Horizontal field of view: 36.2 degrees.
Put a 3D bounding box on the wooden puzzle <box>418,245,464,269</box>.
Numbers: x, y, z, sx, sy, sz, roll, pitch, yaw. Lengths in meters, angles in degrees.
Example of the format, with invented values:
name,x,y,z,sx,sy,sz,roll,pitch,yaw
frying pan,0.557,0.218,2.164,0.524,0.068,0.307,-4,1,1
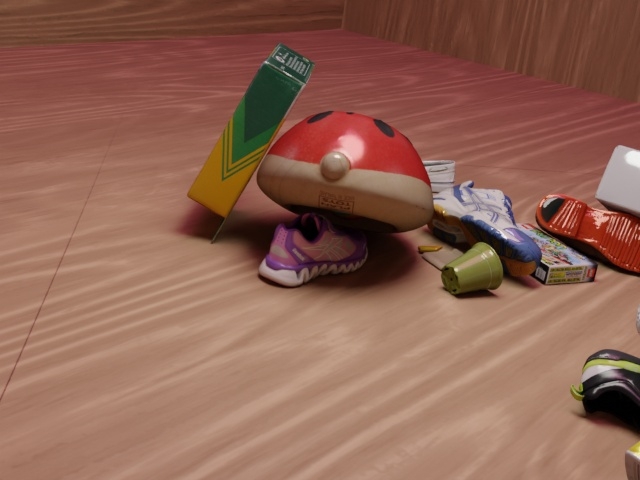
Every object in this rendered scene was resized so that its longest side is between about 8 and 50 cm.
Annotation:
name,x,y,z,sx,sy,sz,roll,pitch,yaw
wooden puzzle,0.227,0.035,1.741,0.078,0.014,0.116,-5,23,-20

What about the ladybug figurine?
name,x,y,z,sx,sy,sz,roll,pitch,yaw
ladybug figurine,0.050,-0.115,1.669,0.305,0.162,0.449,11,-3,4

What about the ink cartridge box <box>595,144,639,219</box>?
name,x,y,z,sx,sy,sz,roll,pitch,yaw
ink cartridge box,0.678,-0.066,1.893,0.201,0.117,0.278,23,-1,34

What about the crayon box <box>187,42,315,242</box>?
name,x,y,z,sx,sy,sz,roll,pitch,yaw
crayon box,-0.131,-0.175,1.710,0.083,0.323,0.203,30,19,-6

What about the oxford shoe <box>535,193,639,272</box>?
name,x,y,z,sx,sy,sz,roll,pitch,yaw
oxford shoe,0.539,-0.007,1.861,0.271,0.097,0.098,28,-8,12

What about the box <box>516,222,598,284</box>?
name,x,y,z,sx,sy,sz,roll,pitch,yaw
box,0.399,0.022,1.807,0.114,0.036,0.207,-2,23,-27

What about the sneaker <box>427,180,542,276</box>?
name,x,y,z,sx,sy,sz,roll,pitch,yaw
sneaker,0.310,-0.039,1.771,0.131,0.112,0.296,-33,37,-16

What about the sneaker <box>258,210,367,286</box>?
name,x,y,z,sx,sy,sz,roll,pitch,yaw
sneaker,0.000,0.000,1.616,0.095,0.104,0.236,21,23,35

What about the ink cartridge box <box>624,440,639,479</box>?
name,x,y,z,sx,sy,sz,roll,pitch,yaw
ink cartridge box,0.552,0.244,1.056,0.307,0.072,0.303,-32,34,-17

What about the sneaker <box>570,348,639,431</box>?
name,x,y,z,sx,sy,sz,roll,pitch,yaw
sneaker,0.443,0.222,1.269,0.235,0.084,0.097,14,46,18

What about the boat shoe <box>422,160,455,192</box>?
name,x,y,z,sx,sy,sz,roll,pitch,yaw
boat shoe,0.186,-0.154,2.137,0.226,0.076,0.083,2,21,-15

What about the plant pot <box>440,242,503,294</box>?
name,x,y,z,sx,sy,sz,roll,pitch,yaw
plant pot,0.244,0.053,1.618,0.079,0.083,0.083,-17,30,-27

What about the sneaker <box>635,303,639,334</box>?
name,x,y,z,sx,sy,sz,roll,pitch,yaw
sneaker,0.567,0.138,1.330,0.366,0.210,0.137,-14,28,-29
